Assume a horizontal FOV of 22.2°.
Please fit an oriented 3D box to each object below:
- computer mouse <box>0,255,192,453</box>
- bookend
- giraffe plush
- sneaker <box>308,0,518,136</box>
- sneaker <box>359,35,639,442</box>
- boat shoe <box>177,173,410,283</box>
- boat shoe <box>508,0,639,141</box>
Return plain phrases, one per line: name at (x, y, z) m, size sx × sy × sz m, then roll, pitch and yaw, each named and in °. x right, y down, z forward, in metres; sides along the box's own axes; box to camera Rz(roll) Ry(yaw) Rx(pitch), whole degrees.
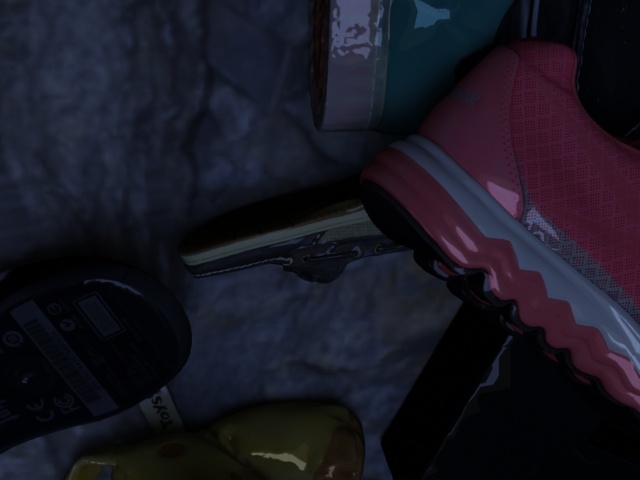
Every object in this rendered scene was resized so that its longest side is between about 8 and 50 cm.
computer mouse at (-0.210, 0.046, 0.874) m, size 0.262 × 0.060 × 0.184 m, roll -29°, pitch 120°, yaw 18°
bookend at (0.143, 0.099, 0.938) m, size 0.156 × 0.072 × 0.157 m, roll 22°, pitch 109°, yaw -18°
giraffe plush at (-0.046, 0.179, 0.893) m, size 0.181 × 0.170 × 0.210 m, roll -38°, pitch 114°, yaw 10°
sneaker at (0.063, -0.191, 0.782) m, size 0.121 × 0.108 × 0.302 m, roll 0°, pitch 122°, yaw -9°
sneaker at (0.171, 0.021, 0.814) m, size 0.314 × 0.116 × 0.136 m, roll 39°, pitch 87°, yaw -23°
boat shoe at (0.000, 0.000, 0.882) m, size 0.152 × 0.056 × 0.049 m, roll -15°, pitch 110°, yaw -1°
boat shoe at (0.177, -0.160, 0.808) m, size 0.108 × 0.102 × 0.301 m, roll 13°, pitch 112°, yaw -13°
